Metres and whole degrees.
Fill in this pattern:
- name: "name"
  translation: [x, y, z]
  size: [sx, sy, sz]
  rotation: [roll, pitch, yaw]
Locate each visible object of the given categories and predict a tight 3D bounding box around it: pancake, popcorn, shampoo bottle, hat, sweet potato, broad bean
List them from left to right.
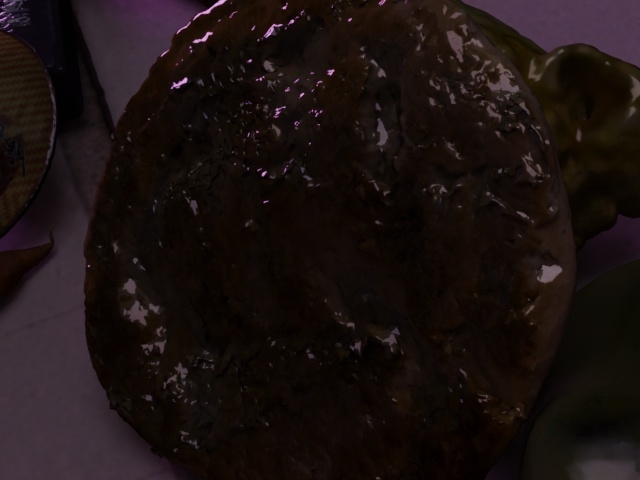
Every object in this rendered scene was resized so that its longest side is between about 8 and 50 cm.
- name: "hat"
  translation: [-0.289, -0.080, 1.304]
  size: [0.193, 0.082, 0.193]
  rotation: [-8, 70, 22]
- name: "sweet potato"
  translation: [-0.261, 0.040, 1.258]
  size: [0.195, 0.056, 0.056]
  rotation: [-31, 47, -27]
- name: "shampoo bottle"
  translation: [-0.257, -0.202, 1.483]
  size: [0.098, 0.071, 0.309]
  rotation: [-19, 43, 4]
- name: "pancake"
  translation: [-0.001, 0.000, 1.084]
  size: [0.356, 0.356, 0.065]
  rotation: [28, 19, 34]
- name: "popcorn"
  translation: [0.068, -0.048, 1.195]
  size: [0.286, 0.174, 0.225]
  rotation: [21, 67, 23]
- name: "broad bean"
  translation: [0.207, 0.098, 1.049]
  size: [0.189, 0.121, 0.263]
  rotation: [14, 48, 19]

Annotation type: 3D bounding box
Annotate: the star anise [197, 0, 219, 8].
- name: "star anise"
  translation: [-0.120, -0.255, 1.472]
  size: [0.196, 0.111, 0.212]
  rotation: [12, 18, -20]
